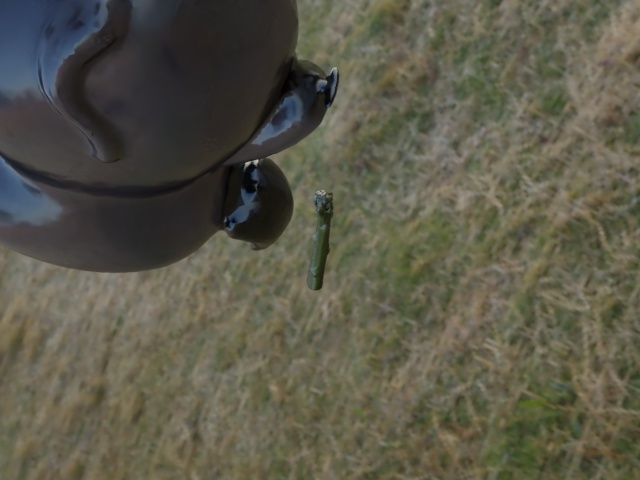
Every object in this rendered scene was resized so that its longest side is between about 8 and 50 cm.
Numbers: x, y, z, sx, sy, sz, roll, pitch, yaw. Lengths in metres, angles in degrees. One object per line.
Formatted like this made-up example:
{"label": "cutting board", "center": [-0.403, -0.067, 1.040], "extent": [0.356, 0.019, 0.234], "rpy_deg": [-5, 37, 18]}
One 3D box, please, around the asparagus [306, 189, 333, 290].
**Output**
{"label": "asparagus", "center": [0.000, 0.000, 0.885], "extent": [0.018, 0.015, 0.127], "rpy_deg": [-57, -14, -30]}

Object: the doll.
{"label": "doll", "center": [-0.086, -0.066, 0.474], "extent": [0.257, 0.182, 0.117], "rpy_deg": [112, 169, -66]}
